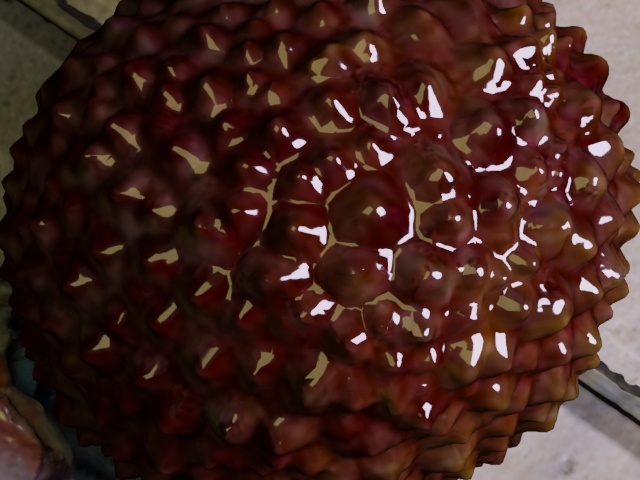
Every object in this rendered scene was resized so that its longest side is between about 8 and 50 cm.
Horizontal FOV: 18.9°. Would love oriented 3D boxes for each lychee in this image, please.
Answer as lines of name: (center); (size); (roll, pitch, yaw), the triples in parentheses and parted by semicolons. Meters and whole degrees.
lychee: (0.000, 0.000, 0.941); (0.330, 0.306, 0.306); (12, 82, 59)

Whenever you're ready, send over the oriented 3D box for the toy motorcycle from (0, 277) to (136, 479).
toy motorcycle: (-0.270, 0.127, 1.070); (0.319, 0.182, 0.241); (-24, 100, 13)
